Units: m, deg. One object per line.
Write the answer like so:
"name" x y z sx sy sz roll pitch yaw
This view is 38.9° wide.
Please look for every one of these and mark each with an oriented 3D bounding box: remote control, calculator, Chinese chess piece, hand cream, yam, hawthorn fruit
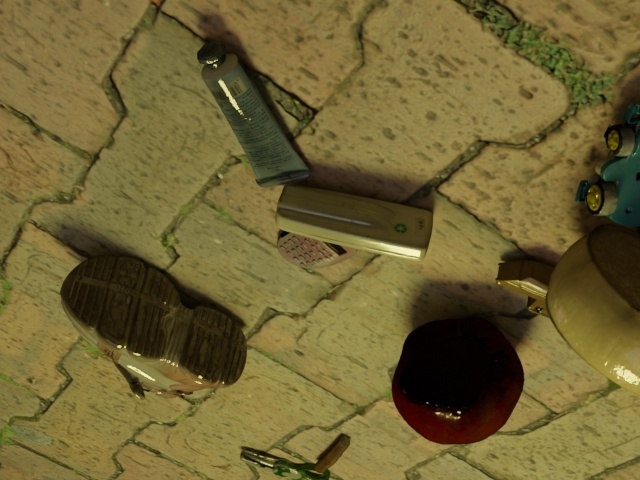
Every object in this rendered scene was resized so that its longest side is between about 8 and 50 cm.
"remote control" 0.050 -0.033 1.336 0.230 0.090 0.049 12 134 6
"calculator" 0.000 0.000 1.439 0.166 0.024 0.103 -25 124 40
"Chinese chess piece" 0.440 0.098 1.221 0.270 0.270 0.112 23 120 -7
"hand cream" -0.100 -0.166 1.266 0.088 0.055 0.256 -12 135 19
"yam" 0.026 0.457 1.927 0.032 0.032 0.145 23 138 -8
"hawthorn fruit" 0.227 0.244 1.502 0.215 0.215 0.249 7 136 10

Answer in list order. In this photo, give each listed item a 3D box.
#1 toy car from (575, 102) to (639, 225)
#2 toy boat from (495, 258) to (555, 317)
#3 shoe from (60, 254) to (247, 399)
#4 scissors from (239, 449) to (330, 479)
"toy car" 0.397 -0.105 1.164 0.126 0.098 0.161 -5 111 -16
"toy boat" 0.362 0.084 1.392 0.201 0.057 0.077 22 145 -7
"shoe" -0.321 0.180 1.629 0.351 0.171 0.198 34 139 -17
"scissors" -0.083 0.510 2.023 0.204 0.027 0.101 20 136 -8
